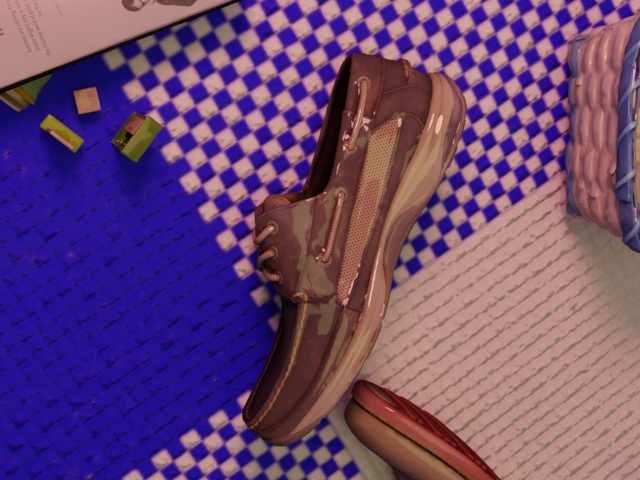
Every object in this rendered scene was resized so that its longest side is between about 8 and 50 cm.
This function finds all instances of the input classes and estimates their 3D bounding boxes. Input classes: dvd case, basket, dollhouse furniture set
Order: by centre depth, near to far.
[{"bbox_3d":[-0.191,-0.236,0.840,0.239,0.029,0.179,-24,96,-13],"label":"dvd case"},{"bbox_3d":[-0.205,-0.121,0.860,0.152,0.058,0.076,38,86,-22],"label":"dollhouse furniture set"},{"bbox_3d":[0.350,-0.099,0.939,0.201,0.289,0.254,-4,103,-19],"label":"basket"}]

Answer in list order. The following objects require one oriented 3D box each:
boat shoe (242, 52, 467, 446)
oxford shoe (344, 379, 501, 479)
[{"bbox_3d":[0.000,0.000,0.936,0.130,0.132,0.355,25,83,-13],"label":"boat shoe"},{"bbox_3d":[0.126,0.272,1.028,0.130,0.123,0.348,-45,111,-1],"label":"oxford shoe"}]
